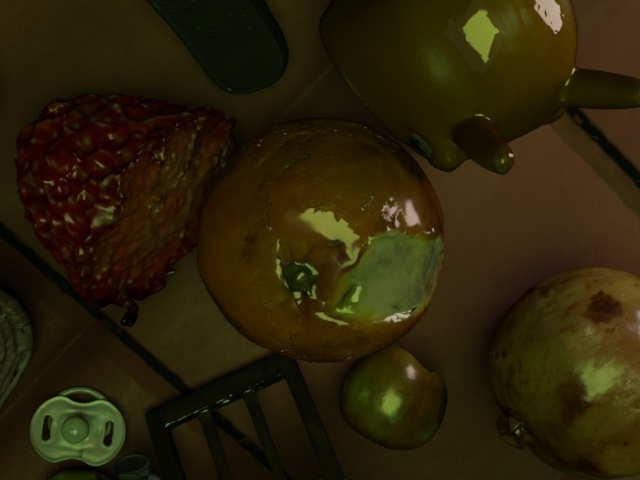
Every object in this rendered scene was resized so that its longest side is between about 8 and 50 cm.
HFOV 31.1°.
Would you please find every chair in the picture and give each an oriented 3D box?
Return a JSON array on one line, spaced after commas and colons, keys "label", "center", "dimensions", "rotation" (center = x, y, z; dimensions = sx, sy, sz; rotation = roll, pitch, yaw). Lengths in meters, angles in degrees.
[{"label": "chair", "center": [-0.017, 0.366, 1.210], "dimensions": [0.203, 0.416, 0.240], "rotation": [-24, 147, 1]}]

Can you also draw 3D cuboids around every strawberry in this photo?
[{"label": "strawberry", "center": [-0.202, -0.058, 1.116], "dimensions": [0.178, 0.234, 0.234], "rotation": [34, 98, 19]}]

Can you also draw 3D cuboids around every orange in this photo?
[{"label": "orange", "center": [0.000, 0.000, 1.099], "dimensions": [0.240, 0.240, 0.240], "rotation": [-1, 102, -5]}]

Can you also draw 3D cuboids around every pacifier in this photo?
[{"label": "pacifier", "center": [-0.253, 0.192, 1.194], "dimensions": [0.099, 0.078, 0.081], "rotation": [5, 80, -5]}]

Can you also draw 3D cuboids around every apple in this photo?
[{"label": "apple", "center": [0.079, 0.165, 1.206], "dimensions": [0.114, 0.099, 0.102], "rotation": [28, 96, -7]}]

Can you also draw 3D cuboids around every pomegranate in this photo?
[{"label": "pomegranate", "center": [0.270, 0.138, 1.158], "dimensions": [0.215, 0.215, 0.215], "rotation": [-1, 102, -5]}]

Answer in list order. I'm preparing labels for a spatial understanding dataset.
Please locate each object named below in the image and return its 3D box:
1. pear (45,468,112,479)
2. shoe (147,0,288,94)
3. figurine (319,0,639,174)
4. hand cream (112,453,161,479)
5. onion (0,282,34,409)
[{"label": "pear", "center": [-0.257, 0.290, 1.209], "dimensions": [0.092, 0.092, 0.097], "rotation": [28, 98, -10]}, {"label": "shoe", "center": [-0.111, -0.257, 1.114], "dimensions": [0.108, 0.093, 0.241], "rotation": [-20, 125, 16]}, {"label": "figurine", "center": [0.100, -0.256, 1.002], "dimensions": [0.268, 0.401, 0.387], "rotation": [-19, 98, 19]}, {"label": "hand cream", "center": [-0.179, 0.344, 1.210], "dimensions": [0.055, 0.088, 0.256], "rotation": [2, 113, 21]}, {"label": "onion", "center": [-0.395, 0.142, 1.107], "dimensions": [0.111, 0.247, 0.250], "rotation": [31, 72, 11]}]
